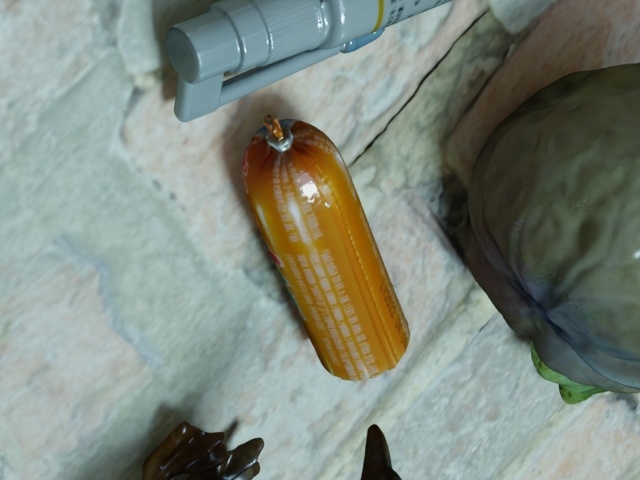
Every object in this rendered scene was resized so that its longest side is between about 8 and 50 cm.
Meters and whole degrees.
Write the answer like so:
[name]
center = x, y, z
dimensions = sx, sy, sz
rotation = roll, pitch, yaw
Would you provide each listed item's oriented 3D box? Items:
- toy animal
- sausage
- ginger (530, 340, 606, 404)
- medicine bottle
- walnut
[toy animal]
center = -0.071, 0.225, 1.081
dimensions = 0.298, 0.185, 0.122
rotation = -34, 144, 6
[sausage]
center = 0.000, 0.000, 1.074
dimensions = 0.071, 0.071, 0.234
rotation = -39, 137, -15
[ginger]
center = 0.292, 0.047, 1.374
dimensions = 0.290, 0.089, 0.137
rotation = -29, 152, -19
[medicine bottle]
center = 0.004, -0.140, 0.992
dimensions = 0.221, 0.061, 0.092
rotation = -25, 151, -28
[walnut]
center = 0.230, -0.015, 1.159
dimensions = 0.248, 0.248, 0.248
rotation = -24, 132, -30
